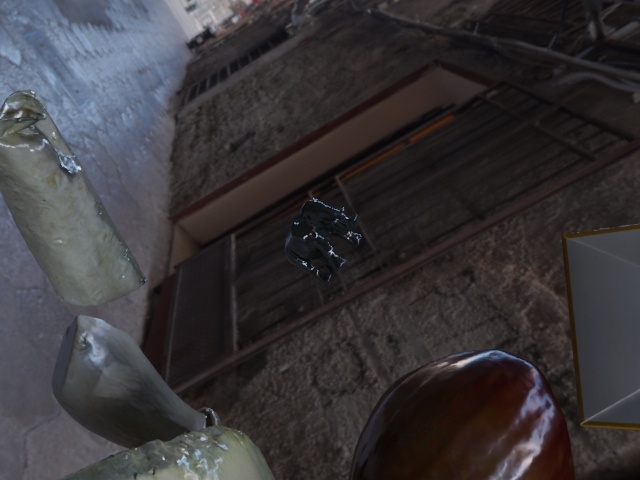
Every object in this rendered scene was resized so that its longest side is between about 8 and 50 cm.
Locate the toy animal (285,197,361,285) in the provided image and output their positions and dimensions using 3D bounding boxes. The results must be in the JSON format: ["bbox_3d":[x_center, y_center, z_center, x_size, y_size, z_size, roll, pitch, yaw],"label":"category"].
[{"bbox_3d":[-0.002,0.002,1.162,0.146,0.245,0.114,39,40,2],"label":"toy animal"}]

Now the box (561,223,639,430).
[{"bbox_3d":[0.517,0.129,0.782,0.214,0.259,0.283,23,64,-51],"label":"box"}]

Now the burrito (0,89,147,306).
[{"bbox_3d":[-0.237,-0.026,0.492,0.060,0.087,0.226,22,-41,35],"label":"burrito"}]

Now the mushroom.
[{"bbox_3d":[-0.227,0.189,0.643,0.247,0.108,0.096,52,-18,-25],"label":"mushroom"}]

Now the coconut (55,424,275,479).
[{"bbox_3d":[-0.130,0.335,0.421,0.309,0.297,0.297,65,5,18],"label":"coconut"}]

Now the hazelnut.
[{"bbox_3d":[0.107,0.189,0.444,0.181,0.181,0.212,-94,167,-46],"label":"hazelnut"}]
